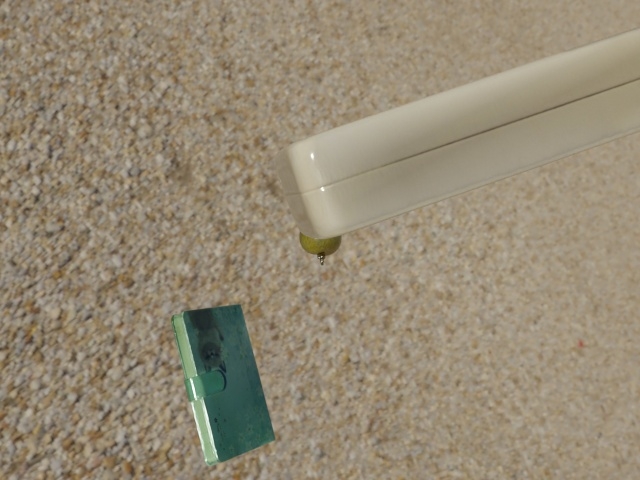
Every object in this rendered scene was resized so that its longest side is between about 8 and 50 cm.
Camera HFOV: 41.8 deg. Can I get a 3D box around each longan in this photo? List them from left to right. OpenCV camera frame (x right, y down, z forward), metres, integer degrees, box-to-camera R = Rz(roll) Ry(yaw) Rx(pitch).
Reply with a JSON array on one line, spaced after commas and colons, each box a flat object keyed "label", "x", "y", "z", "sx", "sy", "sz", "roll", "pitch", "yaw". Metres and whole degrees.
[{"label": "longan", "x": 0.000, "y": 0.000, "z": 1.394, "sx": 0.075, "sy": 0.075, "sz": 0.083, "roll": 5, "pitch": 82, "yaw": -47}]

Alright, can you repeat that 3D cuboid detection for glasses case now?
[{"label": "glasses case", "x": 0.134, "y": -0.090, "z": 0.668, "sx": 0.336, "sy": 0.144, "sz": 0.076, "roll": -19, "pitch": 94, "yaw": -8}]

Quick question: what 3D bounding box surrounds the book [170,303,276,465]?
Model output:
[{"label": "book", "x": -0.087, "y": 0.127, "z": 0.758, "sx": 0.103, "sy": 0.017, "sz": 0.135, "roll": 0, "pitch": 73, "yaw": -62}]
